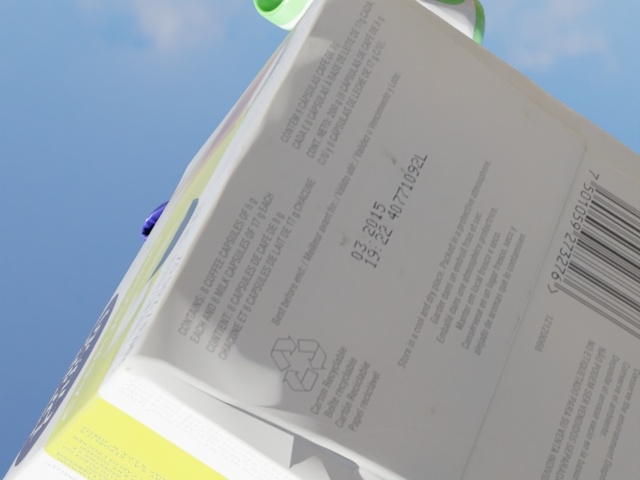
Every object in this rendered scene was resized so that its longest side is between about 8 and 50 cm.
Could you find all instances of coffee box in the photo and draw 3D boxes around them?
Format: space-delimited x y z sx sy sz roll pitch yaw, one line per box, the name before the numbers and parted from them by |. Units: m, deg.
coffee box | 0.027 0.094 1.001 0.338 0.334 0.337 33 -123 -9

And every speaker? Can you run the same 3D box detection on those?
speaker | 0.065 -0.302 1.891 0.297 0.131 0.131 12 -163 -33

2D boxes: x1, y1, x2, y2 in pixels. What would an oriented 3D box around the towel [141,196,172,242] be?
towel | 0.000 0.000 1.526 0.308 0.228 0.076 20 -129 -41
